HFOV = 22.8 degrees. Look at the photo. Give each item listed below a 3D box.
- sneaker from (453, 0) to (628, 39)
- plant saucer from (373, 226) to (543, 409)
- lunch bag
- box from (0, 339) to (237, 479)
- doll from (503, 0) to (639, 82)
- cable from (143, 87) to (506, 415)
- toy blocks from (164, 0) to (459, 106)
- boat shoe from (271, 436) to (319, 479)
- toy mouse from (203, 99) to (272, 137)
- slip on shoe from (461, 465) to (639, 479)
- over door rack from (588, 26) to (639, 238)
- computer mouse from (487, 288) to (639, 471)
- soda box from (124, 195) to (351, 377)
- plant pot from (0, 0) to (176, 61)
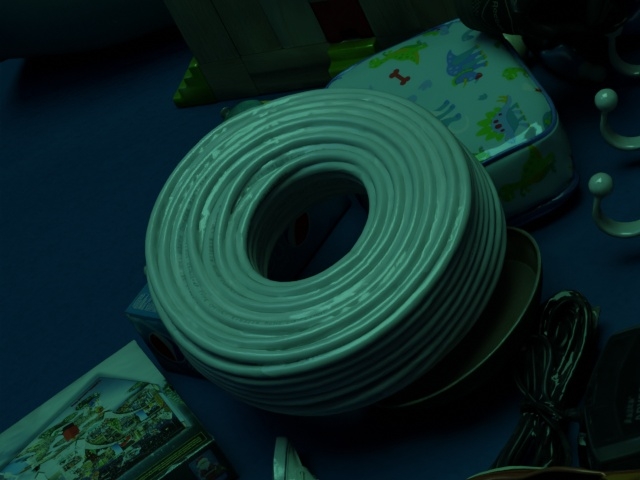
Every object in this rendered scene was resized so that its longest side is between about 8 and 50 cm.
[{"bbox_3d":[0.229,-0.228,1.274,0.227,0.087,0.130,-33,34,-22],"label":"sneaker"},{"bbox_3d":[0.096,0.061,1.148,0.168,0.029,0.168,-34,26,19],"label":"plant saucer"},{"bbox_3d":[0.099,-0.084,1.297,0.176,0.090,0.219,-26,37,1],"label":"lunch bag"},{"bbox_3d":[-0.196,0.191,1.196,0.233,0.044,0.159,-35,38,-10],"label":"box"},{"bbox_3d":[0.233,-0.188,1.369,0.189,0.046,0.129,-16,58,18],"label":"doll"},{"bbox_3d":[0.000,0.000,1.147,0.257,0.089,0.257,-35,49,-1],"label":"cable"},{"bbox_3d":[-0.010,-0.271,1.443,0.381,0.261,0.190,-5,43,28],"label":"toy blocks"},{"bbox_3d":[-0.016,0.177,1.115,0.035,0.035,0.100,2,35,-6],"label":"boat shoe"},{"bbox_3d":[-0.031,-0.111,1.399,0.161,0.031,0.143,-5,4,1],"label":"toy mouse"},{"bbox_3d":[0.197,0.175,0.891,0.331,0.101,0.123,-4,81,34],"label":"slip on shoe"},{"bbox_3d":[0.347,-0.145,1.155,0.324,0.108,0.239,-18,33,27],"label":"over door rack"},{"bbox_3d":[0.240,0.097,1.012,0.272,0.072,0.188,-17,38,41],"label":"computer mouse"},{"bbox_3d":[-0.064,0.012,1.302,0.067,0.071,0.210,9,51,39],"label":"soda box"},{"bbox_3d":[-0.232,-0.324,1.661,0.255,0.271,0.271,1,44,13],"label":"plant pot"}]
